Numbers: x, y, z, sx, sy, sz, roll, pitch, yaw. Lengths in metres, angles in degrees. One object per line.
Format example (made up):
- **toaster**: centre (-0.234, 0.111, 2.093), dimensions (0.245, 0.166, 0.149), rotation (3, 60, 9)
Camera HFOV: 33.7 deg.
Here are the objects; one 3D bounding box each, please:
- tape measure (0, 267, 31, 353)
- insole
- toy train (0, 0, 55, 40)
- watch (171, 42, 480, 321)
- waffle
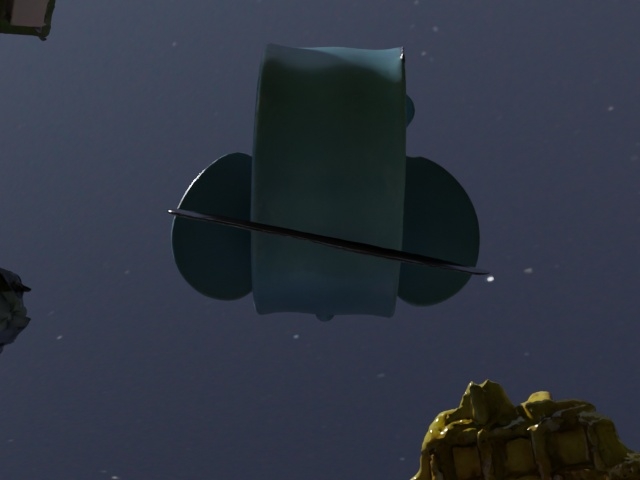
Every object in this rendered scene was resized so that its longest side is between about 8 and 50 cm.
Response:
- **tape measure**: centre (-0.239, 0.044, 0.696), dimensions (0.091, 0.094, 0.054), rotation (7, -110, -19)
- **insole**: centre (0.000, 0.000, 0.451), dimensions (0.053, 0.153, 0.002), rotation (2, -81, -65)
- **toy train**: centre (-0.266, -0.282, 0.809), dimensions (0.134, 0.177, 0.261), rotation (-4, -59, -42)
- **watch**: centre (0.004, -0.043, 0.673), dimensions (0.211, 0.193, 0.211), rotation (0, -107, 0)
- **waffle**: centre (0.131, 0.219, 0.642), dimensions (0.238, 0.243, 0.059), rotation (-52, -36, 5)
